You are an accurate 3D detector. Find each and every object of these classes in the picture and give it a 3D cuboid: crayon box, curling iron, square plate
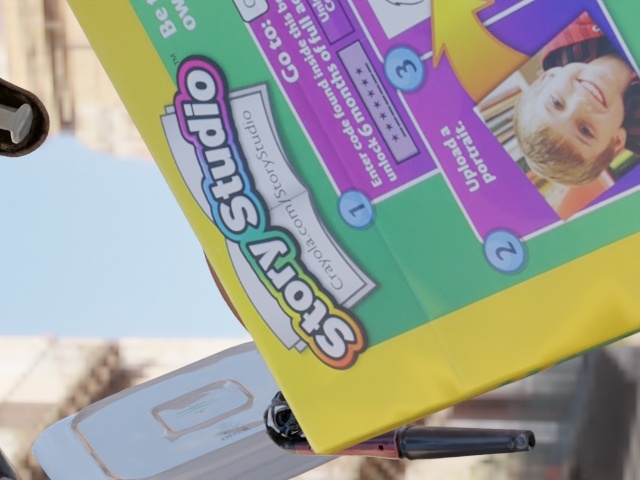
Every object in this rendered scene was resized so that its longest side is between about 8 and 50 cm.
[{"bbox_3d":[0.045,-0.124,0.844,0.106,0.313,0.363,-32,-85,-51],"label":"crayon box"},{"bbox_3d":[0.060,0.166,1.714,0.035,0.274,0.068,-55,-46,-36],"label":"curling iron"},{"bbox_3d":[-0.122,0.198,2.151,0.344,0.347,0.049,31,140,67],"label":"square plate"}]

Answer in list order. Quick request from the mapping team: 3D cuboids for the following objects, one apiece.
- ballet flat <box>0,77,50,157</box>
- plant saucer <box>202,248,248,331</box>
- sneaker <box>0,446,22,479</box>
[{"bbox_3d":[-0.345,-0.132,1.865,0.316,0.106,0.107,3,-74,-70],"label":"ballet flat"},{"bbox_3d":[0.000,0.000,1.141,0.037,0.200,0.200,-31,-56,-46],"label":"plant saucer"},{"bbox_3d":[-0.235,0.250,1.358,0.236,0.130,0.323,52,158,35],"label":"sneaker"}]
